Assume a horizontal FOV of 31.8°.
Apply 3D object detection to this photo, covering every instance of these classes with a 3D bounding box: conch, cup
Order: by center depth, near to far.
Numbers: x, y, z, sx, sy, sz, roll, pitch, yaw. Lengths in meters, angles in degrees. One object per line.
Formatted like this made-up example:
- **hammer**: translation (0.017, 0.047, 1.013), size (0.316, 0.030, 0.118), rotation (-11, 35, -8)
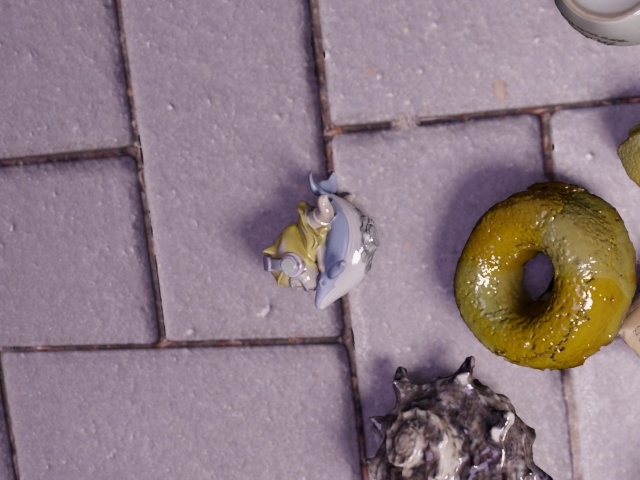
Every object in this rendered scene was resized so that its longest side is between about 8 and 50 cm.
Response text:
- **cup**: translation (0.407, -0.314, 1.427), size (0.258, 0.234, 0.186), rotation (47, 112, 5)
- **conch**: translation (0.190, 0.313, 1.616), size (0.241, 0.186, 0.313), rotation (-43, 62, -13)

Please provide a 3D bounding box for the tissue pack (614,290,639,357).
- **tissue pack**: translation (0.551, 0.102, 1.503), size (0.215, 0.123, 0.256), rotation (46, 110, 10)

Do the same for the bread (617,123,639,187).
- **bread**: translation (0.467, -0.122, 1.514), size (0.110, 0.156, 0.103), rotation (-37, 77, 54)

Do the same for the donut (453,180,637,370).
- **donut**: translation (0.297, 0.053, 1.558), size (0.272, 0.107, 0.271), rotation (-1, 89, 42)

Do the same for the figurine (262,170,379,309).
- **figurine**: translation (0.000, 0.000, 1.691), size (0.184, 0.128, 0.208), rotation (-3, 90, 23)
